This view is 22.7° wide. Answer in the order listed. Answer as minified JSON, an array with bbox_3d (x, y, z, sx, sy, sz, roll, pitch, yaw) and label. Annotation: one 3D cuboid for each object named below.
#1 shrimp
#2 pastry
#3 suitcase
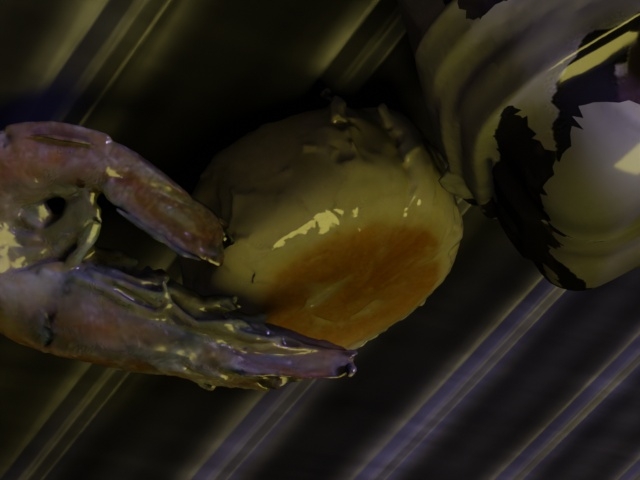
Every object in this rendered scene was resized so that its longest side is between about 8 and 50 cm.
[{"bbox_3d":[-0.085,0.012,0.758,0.223,0.047,0.126,17,122,0],"label":"shrimp"},{"bbox_3d":[0.000,0.000,0.840,0.166,0.088,0.166,-15,143,-12],"label":"pastry"},{"bbox_3d":[0.203,-0.120,0.674,0.351,0.194,0.339,-30,167,2],"label":"suitcase"}]
